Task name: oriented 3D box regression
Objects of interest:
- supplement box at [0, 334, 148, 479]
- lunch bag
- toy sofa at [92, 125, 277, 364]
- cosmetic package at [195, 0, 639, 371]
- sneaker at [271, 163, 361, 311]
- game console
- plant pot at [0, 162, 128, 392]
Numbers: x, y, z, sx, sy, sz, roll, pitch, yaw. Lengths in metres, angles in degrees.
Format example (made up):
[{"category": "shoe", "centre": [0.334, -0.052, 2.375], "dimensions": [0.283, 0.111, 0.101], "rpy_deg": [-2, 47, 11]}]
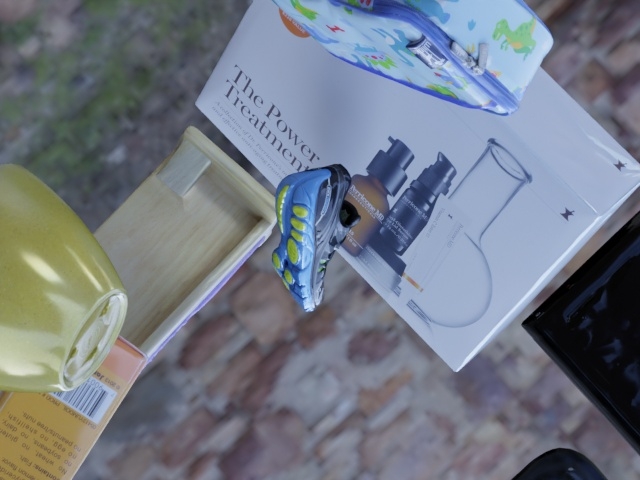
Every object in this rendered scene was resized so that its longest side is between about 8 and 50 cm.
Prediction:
[{"category": "supplement box", "centre": [-0.220, 0.160, 1.271], "dimensions": [0.233, 0.080, 0.078], "rpy_deg": [-56, -168, -13]}, {"category": "lunch bag", "centre": [0.061, -0.179, 1.375], "dimensions": [0.176, 0.219, 0.090], "rpy_deg": [34, 84, -47]}, {"category": "toy sofa", "centre": [-0.217, 0.058, 2.024], "dimensions": [0.362, 0.150, 0.177], "rpy_deg": [-48, 176, -25]}, {"category": "cosmetic package", "centre": [0.081, -0.097, 1.661], "dimensions": [0.097, 0.377, 0.284], "rpy_deg": [-37, 168, -41]}, {"category": "sneaker", "centre": [0.000, 0.000, 1.619], "dimensions": [0.078, 0.067, 0.188], "rpy_deg": [-24, 148, -20]}, {"category": "game console", "centre": [0.165, 0.161, 1.135], "dimensions": [0.361, 0.213, 0.044], "rpy_deg": [-42, -176, -6]}, {"category": "plant pot", "centre": [-0.170, 0.035, 1.038], "dimensions": [0.134, 0.095, 0.134], "rpy_deg": [-55, 164, -25]}]
